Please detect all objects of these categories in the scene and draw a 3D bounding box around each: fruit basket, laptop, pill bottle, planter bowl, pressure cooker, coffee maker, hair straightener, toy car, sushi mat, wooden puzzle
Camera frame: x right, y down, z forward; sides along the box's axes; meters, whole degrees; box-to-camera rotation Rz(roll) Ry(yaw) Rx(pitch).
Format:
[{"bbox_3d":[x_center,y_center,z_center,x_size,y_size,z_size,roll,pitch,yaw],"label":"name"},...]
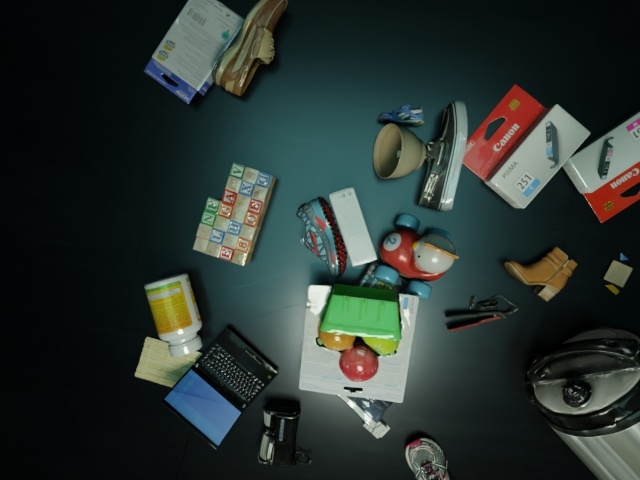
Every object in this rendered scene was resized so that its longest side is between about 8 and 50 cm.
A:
[{"bbox_3d":[0.110,0.310,1.218,0.327,0.165,0.352,6,109,3],"label":"fruit basket"},{"bbox_3d":[-0.311,0.461,1.276,0.234,0.136,0.264,42,95,-2],"label":"laptop"},{"bbox_3d":[-0.460,0.237,1.286,0.137,0.136,0.245,-15,93,4],"label":"pill bottle"},{"bbox_3d":[0.247,-0.265,1.217,0.109,0.162,0.162,1,94,-21],"label":"planter bowl"},{"bbox_3d":[0.822,0.447,1.118,0.370,0.375,0.420,-43,92,8],"label":"pressure cooker"},{"bbox_3d":[-0.112,0.628,1.319,0.171,0.120,0.178,6,96,-21],"label":"coffee maker"},{"bbox_3d":[0.510,0.223,1.280,0.231,0.047,0.088,-11,94,3],"label":"hair straightener"},{"bbox_3d":[0.294,0.032,1.155,0.210,0.238,0.219,25,77,-2],"label":"toy car"},{"bbox_3d":[-0.458,0.437,1.360,0.317,0.019,0.151,16,94,2],"label":"sushi mat"},{"bbox_3d":[0.936,0.105,1.269,0.079,0.014,0.116,31,95,-4],"label":"wooden puzzle"}]

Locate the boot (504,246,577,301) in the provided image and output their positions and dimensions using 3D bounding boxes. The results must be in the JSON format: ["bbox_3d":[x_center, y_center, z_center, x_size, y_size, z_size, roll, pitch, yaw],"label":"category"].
[{"bbox_3d":[0.685,0.079,1.252,0.197,0.073,0.152,36,96,-12],"label":"boot"}]

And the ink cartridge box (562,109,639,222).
[{"bbox_3d":[0.921,-0.224,1.224,0.275,0.060,0.238,-34,90,5],"label":"ink cartridge box"}]

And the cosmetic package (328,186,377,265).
[{"bbox_3d":[0.099,-0.043,1.250,0.086,0.117,0.231,-17,92,5],"label":"cosmetic package"}]

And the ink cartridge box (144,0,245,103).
[{"bbox_3d":[-0.389,-0.601,1.262,0.186,0.065,0.311,36,93,0],"label":"ink cartridge box"}]

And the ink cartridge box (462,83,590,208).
[{"bbox_3d":[0.611,-0.291,1.231,0.261,0.066,0.296,39,95,-1],"label":"ink cartridge box"}]

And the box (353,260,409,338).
[{"bbox_3d":[0.178,0.203,1.292,0.183,0.056,0.231,35,95,1],"label":"box"}]

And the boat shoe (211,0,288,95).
[{"bbox_3d":[-0.196,-0.590,1.233,0.120,0.122,0.324,38,103,-5],"label":"boat shoe"}]

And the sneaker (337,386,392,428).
[{"bbox_3d":[0.136,0.464,1.302,0.226,0.086,0.163,41,86,8],"label":"sneaker"}]

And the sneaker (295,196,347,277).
[{"bbox_3d":[0.000,0.000,1.281,0.125,0.104,0.261,-18,89,21],"label":"sneaker"}]

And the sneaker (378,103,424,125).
[{"bbox_3d":[0.251,-0.390,1.250,0.144,0.053,0.059,1,95,-6],"label":"sneaker"}]

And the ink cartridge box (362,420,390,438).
[{"bbox_3d":[0.187,0.617,1.334,0.083,0.028,0.048,42,95,-1],"label":"ink cartridge box"}]

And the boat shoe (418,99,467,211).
[{"bbox_3d":[0.363,-0.257,1.217,0.119,0.121,0.334,7,94,5],"label":"boat shoe"}]

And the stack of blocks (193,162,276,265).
[{"bbox_3d":[-0.270,-0.088,1.278,0.171,0.087,0.297,19,95,2],"label":"stack of blocks"}]

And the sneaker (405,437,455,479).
[{"bbox_3d":[0.375,0.778,1.294,0.121,0.112,0.299,-27,92,4],"label":"sneaker"}]
